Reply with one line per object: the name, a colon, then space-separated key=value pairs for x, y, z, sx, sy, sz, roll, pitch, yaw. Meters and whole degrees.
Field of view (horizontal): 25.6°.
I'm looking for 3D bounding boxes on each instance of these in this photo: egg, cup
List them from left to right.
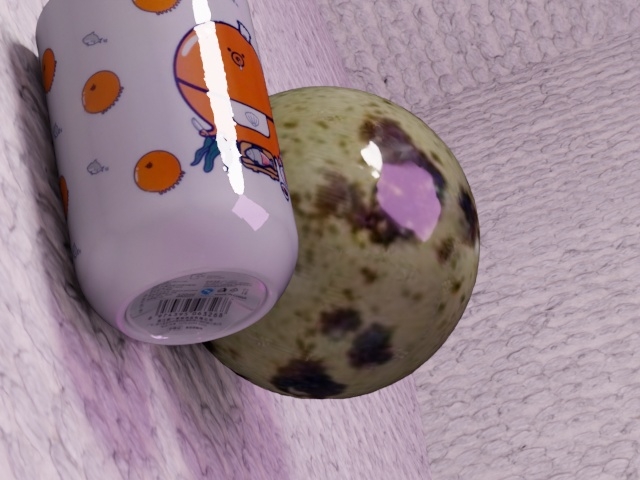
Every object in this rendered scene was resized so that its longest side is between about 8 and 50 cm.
cup: x=-0.142 y=-0.074 z=1.315 sx=0.212 sy=0.212 sz=0.317 roll=54 pitch=20 yaw=-61
egg: x=0.000 y=0.000 z=1.572 sx=0.428 sy=0.345 sz=0.345 roll=-132 pitch=-160 yaw=-80
